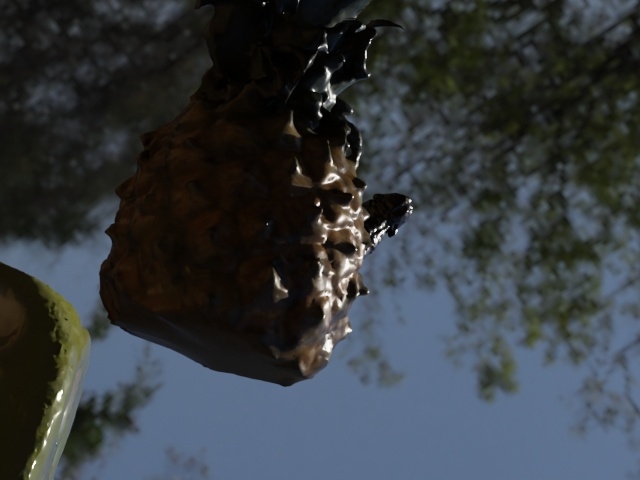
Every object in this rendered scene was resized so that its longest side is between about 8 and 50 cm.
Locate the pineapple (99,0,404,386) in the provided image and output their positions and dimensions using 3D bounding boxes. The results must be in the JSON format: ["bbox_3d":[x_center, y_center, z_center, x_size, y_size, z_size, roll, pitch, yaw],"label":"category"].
[{"bbox_3d":[-0.019,-0.062,0.793,0.128,0.128,0.248,-5,-113,58],"label":"pineapple"}]

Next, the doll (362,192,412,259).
[{"bbox_3d":[0.000,0.000,1.259,0.165,0.057,0.139,-21,-172,-17],"label":"doll"}]

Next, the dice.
[{"bbox_3d":[-0.298,0.140,1.142,0.238,0.233,0.226,112,-7,-59],"label":"dice"}]
